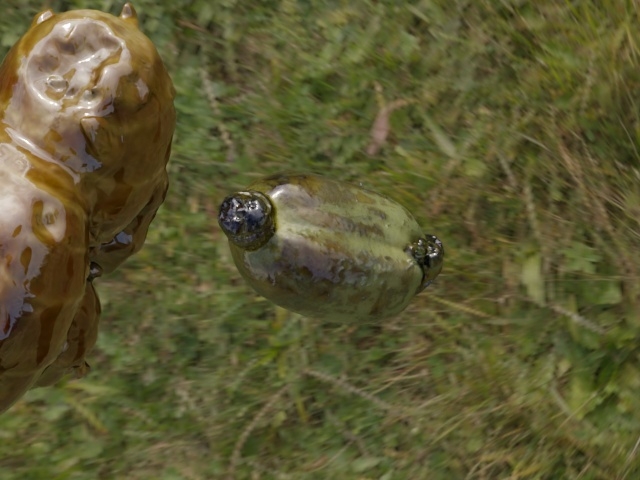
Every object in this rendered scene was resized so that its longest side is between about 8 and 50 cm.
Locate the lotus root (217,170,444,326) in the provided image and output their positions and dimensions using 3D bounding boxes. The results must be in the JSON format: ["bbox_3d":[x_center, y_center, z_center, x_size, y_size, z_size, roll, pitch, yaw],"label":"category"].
[{"bbox_3d":[0.000,0.000,1.877,0.173,0.309,0.173,-23,60,46],"label":"lotus root"}]

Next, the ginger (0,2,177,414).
[{"bbox_3d":[-0.229,0.003,1.234,0.152,0.274,0.357,28,72,6],"label":"ginger"}]
